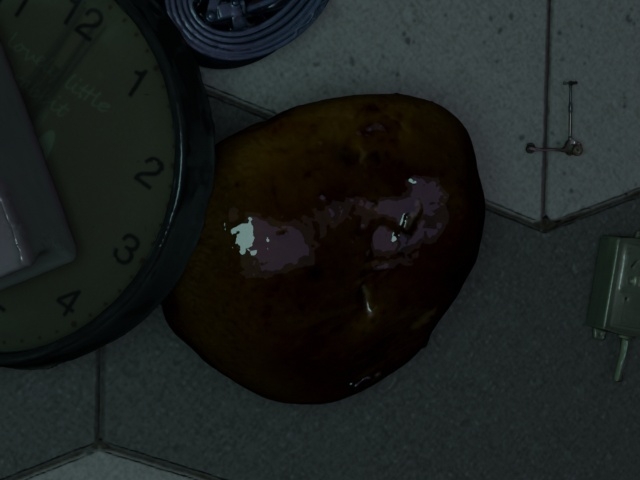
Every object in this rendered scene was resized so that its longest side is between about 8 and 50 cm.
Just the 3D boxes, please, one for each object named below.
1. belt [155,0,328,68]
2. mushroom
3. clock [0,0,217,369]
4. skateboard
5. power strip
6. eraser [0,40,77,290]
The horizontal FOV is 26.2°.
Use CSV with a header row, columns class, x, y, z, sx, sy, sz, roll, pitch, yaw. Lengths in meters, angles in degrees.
class,x,y,z,sx,sy,sz,roll,pitch,yaw
belt,-0.074,-0.254,1.378,0.190,0.082,0.141,-37,101,-13
mushroom,0.000,0.000,1.363,0.345,0.259,0.345,-12,127,-17
clock,-0.283,-0.076,1.213,0.386,0.076,0.386,0,91,14
skateboard,0.261,-0.137,1.534,0.064,0.032,0.083,1,95,-10
power strip,0.347,0.074,1.566,0.075,0.042,0.175,9,90,-21
eraser,-0.419,-0.044,1.147,0.359,0.122,0.272,-22,89,13
